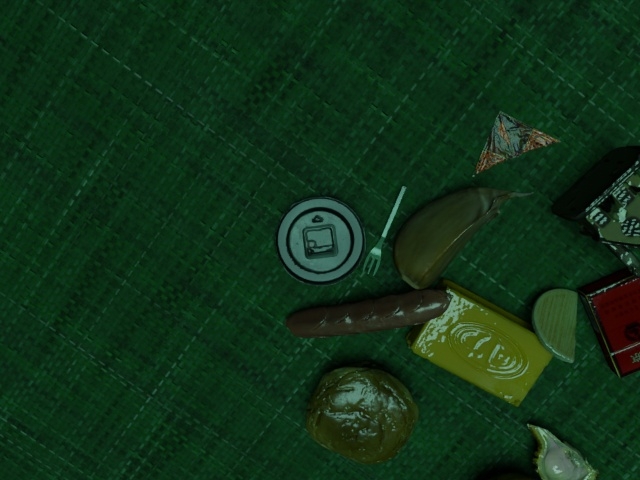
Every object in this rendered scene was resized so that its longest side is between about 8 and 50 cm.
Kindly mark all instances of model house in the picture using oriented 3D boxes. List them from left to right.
[{"bbox_3d":[0.715,-0.047,1.359,0.278,0.205,0.218,43,101,-4],"label":"model house"}]

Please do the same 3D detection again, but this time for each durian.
[{"bbox_3d":[0.610,0.555,1.554,0.140,0.078,0.224,-37,87,21],"label":"durian"}]

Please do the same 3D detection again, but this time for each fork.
[{"bbox_3d":[0.164,-0.025,1.484,0.039,0.021,0.235,21,100,-6],"label":"fork"}]

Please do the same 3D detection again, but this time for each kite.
[{"bbox_3d":[0.449,-0.251,1.432,0.222,0.008,0.125,-21,99,6],"label":"kite"}]

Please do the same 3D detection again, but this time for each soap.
[{"bbox_3d":[0.398,0.257,1.489,0.324,0.096,0.204,27,101,-3],"label":"soap"}]

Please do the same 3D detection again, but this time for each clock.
[{"bbox_3d":[0.000,0.000,1.482,0.226,0.049,0.226,0,100,2],"label":"clock"}]

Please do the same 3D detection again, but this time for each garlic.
[{"bbox_3d":[0.321,-0.019,1.394,0.338,0.196,0.151,-38,113,7],"label":"garlic"}]

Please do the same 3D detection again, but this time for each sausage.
[{"bbox_3d":[0.112,0.182,1.454,0.433,0.088,0.088,-12,101,21],"label":"sausage"}]

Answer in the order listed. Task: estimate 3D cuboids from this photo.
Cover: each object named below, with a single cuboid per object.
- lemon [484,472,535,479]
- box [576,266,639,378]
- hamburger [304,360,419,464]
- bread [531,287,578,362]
[{"bbox_3d":[0.502,0.736,1.499,0.310,0.258,0.258,45,100,0],"label":"lemon"},{"bbox_3d":[0.755,0.200,1.476,0.153,0.074,0.240,-25,100,3],"label":"box"},{"bbox_3d":[0.109,0.445,1.521,0.285,0.134,0.265,26,99,0],"label":"hamburger"},{"bbox_3d":[0.562,0.195,1.452,0.112,0.036,0.193,18,58,-2],"label":"bread"}]
